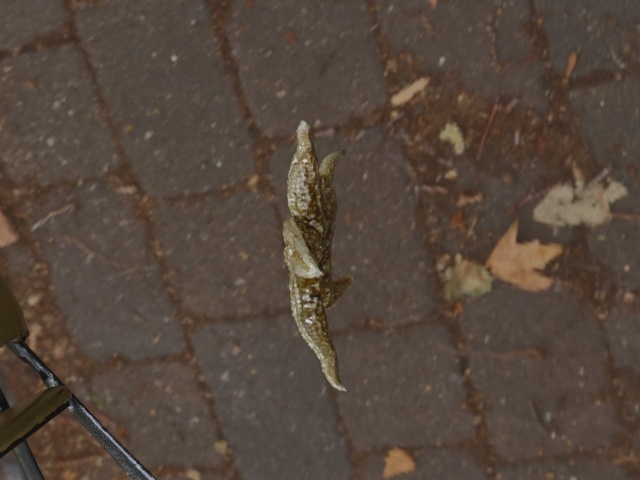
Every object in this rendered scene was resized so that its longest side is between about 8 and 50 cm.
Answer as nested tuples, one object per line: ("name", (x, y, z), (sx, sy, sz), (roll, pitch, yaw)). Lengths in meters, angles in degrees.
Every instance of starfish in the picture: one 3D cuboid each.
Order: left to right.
("starfish", (0.000, 0.000, 1.111), (0.062, 0.277, 0.236), (0, 141, 7))

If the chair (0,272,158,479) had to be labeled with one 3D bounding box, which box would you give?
("chair", (-0.199, 0.127, 0.681), (0.172, 0.158, 0.247), (-34, 93, 37))
